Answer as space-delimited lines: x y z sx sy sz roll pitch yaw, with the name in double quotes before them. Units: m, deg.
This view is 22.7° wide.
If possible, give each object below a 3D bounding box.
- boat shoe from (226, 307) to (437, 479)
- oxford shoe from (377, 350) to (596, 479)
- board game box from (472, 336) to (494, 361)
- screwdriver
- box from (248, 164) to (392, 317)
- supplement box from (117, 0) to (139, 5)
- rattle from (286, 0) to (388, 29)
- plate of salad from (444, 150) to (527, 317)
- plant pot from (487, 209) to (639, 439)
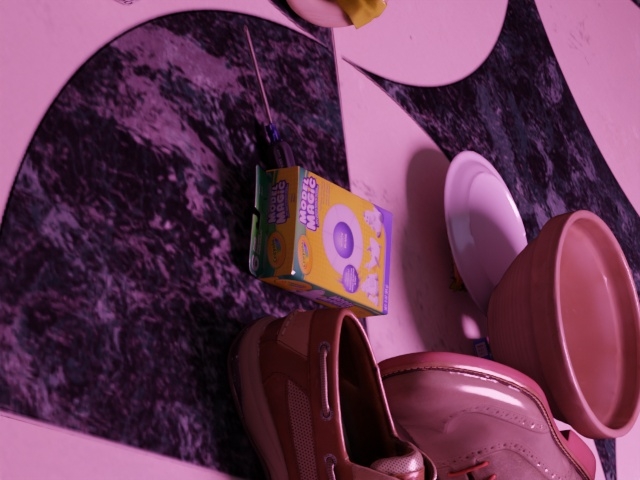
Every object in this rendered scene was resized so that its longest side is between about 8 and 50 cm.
"boat shoe" 0.030 0.207 1.307 0.122 0.120 0.324 -21 89 -60
"oxford shoe" 0.169 0.215 1.529 0.348 0.123 0.130 37 47 -40
"board game box" 0.203 0.150 1.722 0.090 0.020 0.090 7 65 -58
"screwdriver" -0.052 -0.121 1.488 0.024 0.025 0.170 0 68 -58
"box" 0.000 0.000 1.452 0.179 0.043 0.105 22 65 -49
"supplement box" -0.176 -0.257 1.354 0.062 0.036 0.098 19 56 -53
"rattle" -0.017 -0.310 1.619 0.200 0.130 0.143 23 35 -17
"plate of salad" 0.177 0.001 1.745 0.200 0.048 0.200 34 48 -48
"plant pot" 0.248 0.094 1.667 0.237 0.110 0.237 29 55 -53
